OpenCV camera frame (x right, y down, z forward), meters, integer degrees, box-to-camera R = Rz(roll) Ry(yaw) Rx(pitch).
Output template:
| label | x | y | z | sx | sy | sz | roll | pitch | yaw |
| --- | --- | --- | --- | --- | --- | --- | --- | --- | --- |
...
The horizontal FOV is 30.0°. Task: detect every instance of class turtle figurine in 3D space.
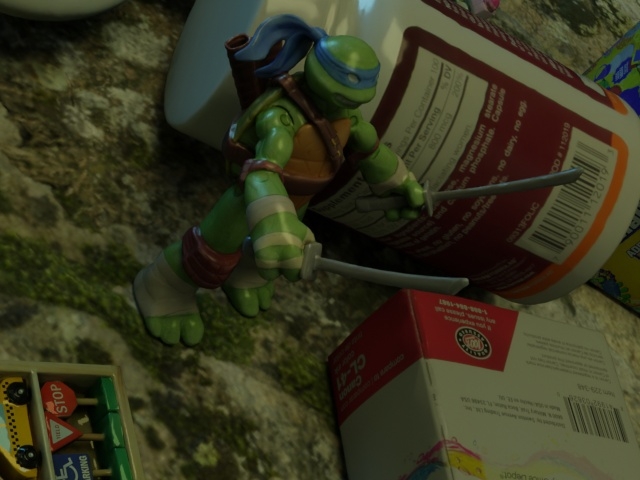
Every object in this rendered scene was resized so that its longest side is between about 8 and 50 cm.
| label | x | y | z | sx | sy | sz | roll | pitch | yaw |
| --- | --- | --- | --- | --- | --- | --- | --- | --- | --- |
| turtle figurine | 0.000 | 0.000 | 0.877 | 0.275 | 0.266 | 0.198 | 34 | 41 | -13 |

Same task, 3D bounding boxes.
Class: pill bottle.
| label | x | y | z | sx | sy | sz | roll | pitch | yaw |
| --- | --- | --- | --- | --- | --- | --- | --- | --- | --- |
| pill bottle | 0.075 | -0.107 | 1.067 | 0.392 | 0.224 | 0.224 | 24 | 44 | -24 |

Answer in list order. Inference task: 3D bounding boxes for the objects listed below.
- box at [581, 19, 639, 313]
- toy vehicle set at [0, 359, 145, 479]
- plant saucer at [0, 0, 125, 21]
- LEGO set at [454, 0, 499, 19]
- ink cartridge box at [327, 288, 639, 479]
| label | x | y | z | sx | sy | sz | roll | pitch | yaw |
| --- | --- | --- | --- | --- | --- | --- | --- | --- | --- |
| box | 0.423 | -0.057 | 1.364 | 0.279 | 0.177 | 0.290 | 31 | 42 | -15 |
| toy vehicle set | -0.178 | 0.199 | 0.736 | 0.166 | 0.035 | 0.267 | 6 | 53 | -38 |
| plant saucer | -0.306 | -0.353 | 1.002 | 0.400 | 0.100 | 0.400 | 28 | 50 | -40 |
| LEGO set | 0.117 | -0.337 | 1.339 | 0.287 | 0.107 | 0.132 | 3 | 59 | -56 |
| ink cartridge box | 0.146 | 0.209 | 0.933 | 0.226 | 0.131 | 0.306 | 16 | 49 | -31 |
